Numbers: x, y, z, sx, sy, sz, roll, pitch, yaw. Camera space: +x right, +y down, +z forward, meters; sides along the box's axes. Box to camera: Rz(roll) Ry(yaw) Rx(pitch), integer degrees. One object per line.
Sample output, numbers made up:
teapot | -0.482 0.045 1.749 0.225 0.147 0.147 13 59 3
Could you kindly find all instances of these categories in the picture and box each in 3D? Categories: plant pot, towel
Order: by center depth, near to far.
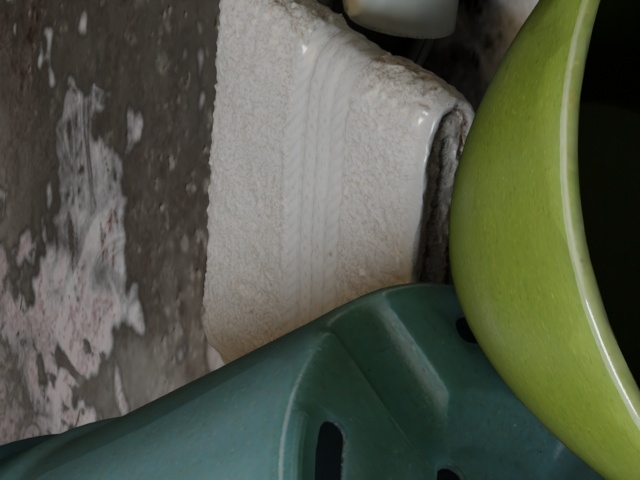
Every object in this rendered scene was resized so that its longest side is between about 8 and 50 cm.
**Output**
plant pot | 0.162 -0.006 0.643 0.293 0.275 0.274 160 110 -74
plant pot | -0.016 0.200 0.844 0.334 0.341 0.341 -36 58 44
towel | 0.000 0.000 0.974 0.187 0.049 0.282 37 137 36

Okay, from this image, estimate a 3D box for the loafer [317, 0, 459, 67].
loafer | 0.047 -0.162 0.958 0.111 0.112 0.319 64 147 30
